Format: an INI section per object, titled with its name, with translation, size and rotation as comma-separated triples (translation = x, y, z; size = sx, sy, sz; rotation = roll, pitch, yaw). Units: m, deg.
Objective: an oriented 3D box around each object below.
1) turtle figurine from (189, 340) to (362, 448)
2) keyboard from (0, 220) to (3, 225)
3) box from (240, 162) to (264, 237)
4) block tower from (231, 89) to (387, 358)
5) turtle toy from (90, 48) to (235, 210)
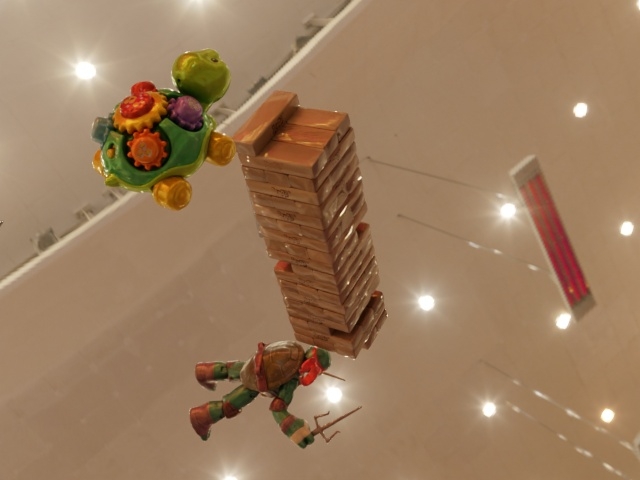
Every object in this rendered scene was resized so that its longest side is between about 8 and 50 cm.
[turtle figurine]
translation = -0.060, 0.190, 1.014
size = 0.234, 0.175, 0.118
rotation = -15, -64, 16
[keyboard]
translation = -0.295, 0.070, 0.546
size = 0.038, 0.100, 0.192
rotation = 36, -89, -5
[box]
translation = -0.056, -0.095, 1.152
size = 0.116, 0.029, 0.162
rotation = -16, -80, -15
[block tower]
translation = 0.000, 0.000, 0.848
size = 0.091, 0.097, 0.335
rotation = -55, -35, -35
[turtle toy]
translation = -0.113, -0.086, 0.548
size = 0.130, 0.095, 0.066
rotation = -50, -36, -25
